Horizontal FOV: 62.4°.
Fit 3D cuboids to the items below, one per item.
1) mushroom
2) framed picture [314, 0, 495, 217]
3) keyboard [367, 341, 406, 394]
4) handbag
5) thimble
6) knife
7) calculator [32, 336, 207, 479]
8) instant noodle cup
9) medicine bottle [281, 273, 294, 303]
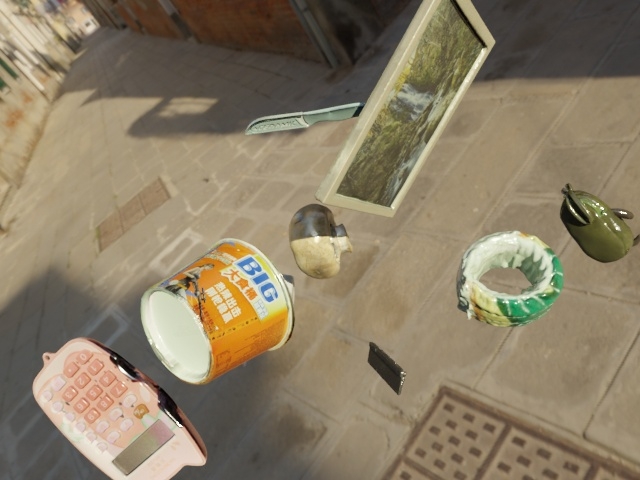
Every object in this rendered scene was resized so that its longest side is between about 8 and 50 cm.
[{"bbox_3d":[0.000,0.000,1.126,0.127,0.166,0.166,-13,34,3],"label":"mushroom"},{"bbox_3d":[0.131,-0.181,0.758,0.020,0.240,0.324,37,104,27],"label":"framed picture"},{"bbox_3d":[0.159,0.309,1.295,0.195,0.018,0.060,-146,64,-70],"label":"keyboard"},{"bbox_3d":[0.336,-0.023,0.646,0.047,0.111,0.072,-45,1,-31],"label":"handbag"},{"bbox_3d":[0.517,0.112,1.479,0.288,0.167,0.254,-20,59,-1],"label":"thimble"},{"bbox_3d":[-0.019,-0.185,0.804,0.210,0.028,0.015,-5,57,11],"label":"knife"},{"bbox_3d":[-0.361,0.309,0.936,0.220,0.330,0.048,-42,7,22],"label":"calculator"},{"bbox_3d":[-0.232,0.161,1.147,0.296,0.297,0.214,-6,15,41],"label":"instant noodle cup"},{"bbox_3d":[-0.220,0.146,1.422,0.296,0.161,0.111,3,50,2],"label":"medicine bottle"}]
